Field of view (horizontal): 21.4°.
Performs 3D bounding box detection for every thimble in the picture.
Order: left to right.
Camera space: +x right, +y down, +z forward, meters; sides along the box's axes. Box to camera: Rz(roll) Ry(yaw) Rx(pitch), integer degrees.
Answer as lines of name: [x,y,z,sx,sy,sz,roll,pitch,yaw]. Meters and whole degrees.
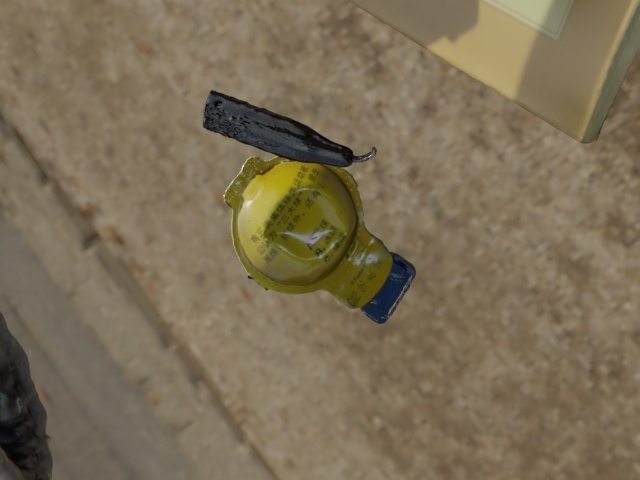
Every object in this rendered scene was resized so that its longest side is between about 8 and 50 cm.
thimble: [-0.357,0.151,1.532,0.217,0.157,0.245,34,-146,-81]

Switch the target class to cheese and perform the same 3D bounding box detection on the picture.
cheese: [0.000,0.000,2.045,0.270,0.177,0.069,36,171,-21]

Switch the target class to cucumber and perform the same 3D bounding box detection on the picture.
cucumber: [-0.030,-0.095,1.550,0.163,0.039,0.043,22,111,0]

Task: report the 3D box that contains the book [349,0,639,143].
book: [0.177,-0.294,1.657,0.389,0.032,0.269,38,114,39]
